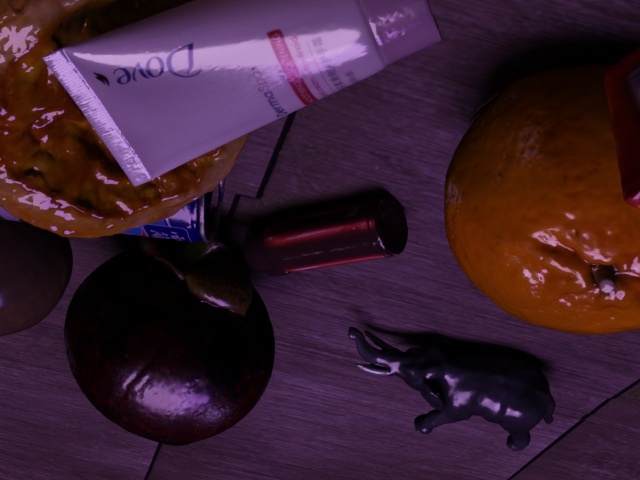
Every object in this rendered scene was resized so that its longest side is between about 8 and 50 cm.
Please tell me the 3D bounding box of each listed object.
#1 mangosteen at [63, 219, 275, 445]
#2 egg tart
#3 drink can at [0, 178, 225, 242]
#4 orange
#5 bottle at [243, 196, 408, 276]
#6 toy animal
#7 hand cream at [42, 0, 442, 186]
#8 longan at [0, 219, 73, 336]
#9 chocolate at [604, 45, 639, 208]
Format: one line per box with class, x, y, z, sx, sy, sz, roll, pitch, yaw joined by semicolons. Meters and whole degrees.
mangosteen;-0.140;0.094;1.217;0.216;0.216;0.216;8;152;4
egg tart;-0.151;-0.116;0.876;0.241;0.106;0.241;-17;130;-21
drink can;-0.208;-0.056;1.072;0.235;0.097;0.097;8;152;5
orange;0.201;-0.026;0.906;0.219;0.193;0.219;18;143;14
bottle;0.000;0.000;1.148;0.164;0.060;0.060;-10;146;33
toy animal;0.144;0.166;1.387;0.269;0.082;0.137;17;148;-6
hand cream;-0.047;-0.126;0.808;0.247;0.083;0.133;-24;135;8
longan;-0.335;0.018;1.183;0.167;0.167;0.187;-14;157;37
chocolate;0.317;-0.092;0.715;0.234;0.108;0.237;16;138;-43
